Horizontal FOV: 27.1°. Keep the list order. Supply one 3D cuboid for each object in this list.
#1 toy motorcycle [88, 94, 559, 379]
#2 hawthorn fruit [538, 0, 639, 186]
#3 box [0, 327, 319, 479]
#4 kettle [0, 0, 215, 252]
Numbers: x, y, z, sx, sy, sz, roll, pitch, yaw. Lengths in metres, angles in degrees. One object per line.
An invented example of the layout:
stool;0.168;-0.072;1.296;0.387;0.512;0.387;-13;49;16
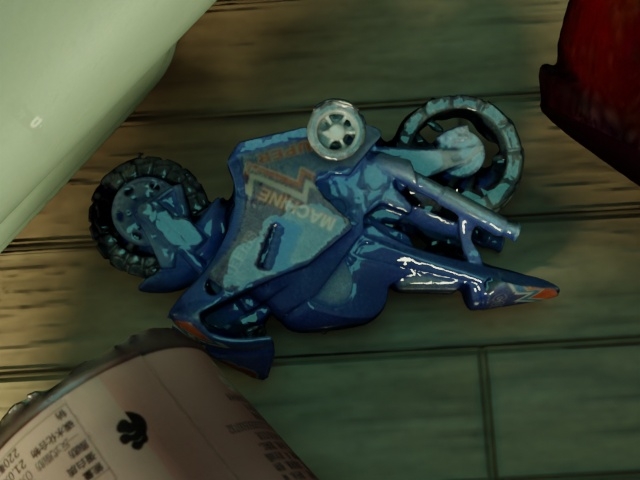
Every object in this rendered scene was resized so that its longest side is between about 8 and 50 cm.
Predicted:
toy motorcycle;0.000;0.000;0.607;0.205;0.076;0.114;-11;84;-3
hawthorn fruit;0.220;-0.108;0.566;0.215;0.215;0.249;17;70;7
box;-0.065;0.122;0.540;0.151;0.151;0.135;-37;69;-7
kettle;-0.158;-0.111;0.523;0.205;0.265;0.318;41;81;-10
